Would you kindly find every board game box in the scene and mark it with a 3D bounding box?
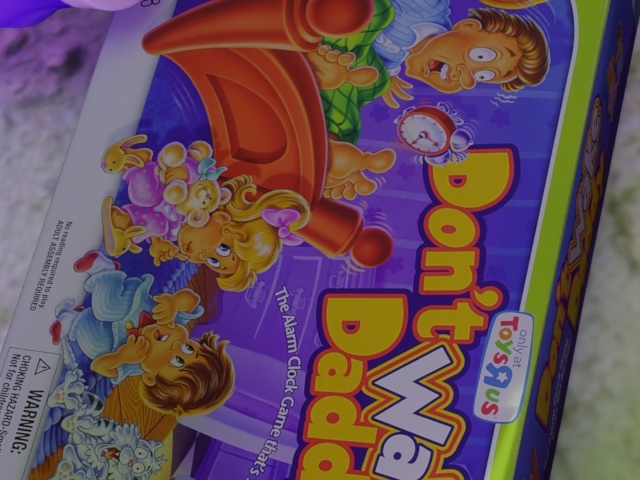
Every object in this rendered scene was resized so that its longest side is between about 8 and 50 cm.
[{"bbox_3d":[0.000,0.000,0.815,0.233,0.078,0.347,6,65,18],"label":"board game box"}]

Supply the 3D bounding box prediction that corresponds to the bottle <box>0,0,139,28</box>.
[{"bbox_3d":[-0.195,-0.157,0.900,0.283,0.092,0.118,13,70,40],"label":"bottle"}]
